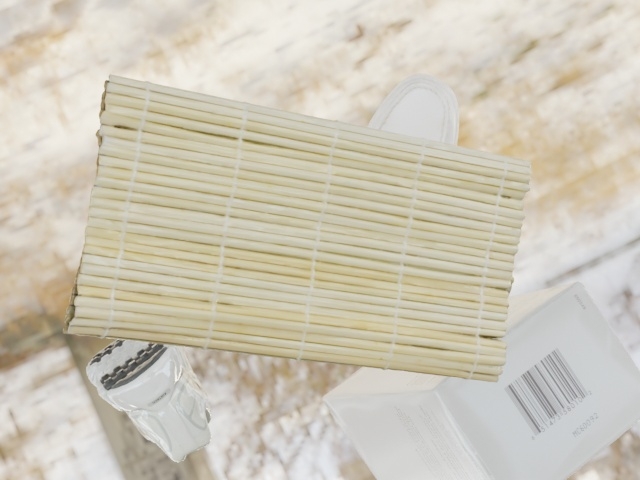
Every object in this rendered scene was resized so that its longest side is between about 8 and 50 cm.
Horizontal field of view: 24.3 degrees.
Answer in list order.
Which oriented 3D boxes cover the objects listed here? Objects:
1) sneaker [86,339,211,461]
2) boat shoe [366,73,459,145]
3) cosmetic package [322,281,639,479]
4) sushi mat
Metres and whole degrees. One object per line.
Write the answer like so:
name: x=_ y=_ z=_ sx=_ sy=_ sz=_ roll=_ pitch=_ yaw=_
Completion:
sneaker: x=-0.175 y=0.156 z=1.577 sx=0.110 sy=0.118 sz=0.292 roll=-36 pitch=-168 yaw=-2
boat shoe: x=0.061 y=-0.036 z=1.485 sx=0.096 sy=0.098 sz=0.277 roll=-10 pitch=123 yaw=-81
cosmetic package: x=0.163 y=0.166 z=1.563 sx=0.197 sy=0.155 sz=0.365 roll=-35 pitch=-177 yaw=-16
sushi mat: x=0.000 y=0.000 z=0.917 sx=0.316 sy=0.151 sz=0.019 roll=9 pitch=175 yaw=-31
